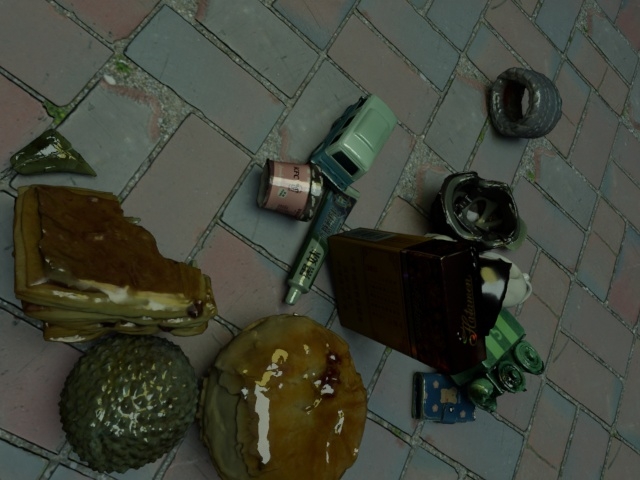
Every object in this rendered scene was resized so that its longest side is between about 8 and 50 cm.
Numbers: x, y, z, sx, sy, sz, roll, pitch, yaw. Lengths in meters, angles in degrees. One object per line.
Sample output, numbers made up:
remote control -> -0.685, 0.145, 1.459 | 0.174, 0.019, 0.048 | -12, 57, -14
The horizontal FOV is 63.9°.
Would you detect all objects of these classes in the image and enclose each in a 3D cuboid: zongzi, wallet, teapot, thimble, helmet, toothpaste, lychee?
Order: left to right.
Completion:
zongzi -> -0.569, -0.140, 1.067 | 0.154, 0.062, 0.130 | -46, 116, -21
lychee -> -0.366, 0.306, 0.991 | 0.256, 0.274, 0.255 | 0, 92, 1
toothpaste -> 0.000, 0.000, 1.348 | 0.099, 0.061, 0.391 | 33, 64, -15
wallet -> 0.358, 0.452, 1.469 | 0.203, 0.059, 0.140 | 12, 78, -27
helmet -> 0.434, -0.073, 1.537 | 0.306, 0.177, 0.224 | 12, 70, -20
teapot -> 0.528, 0.129, 1.562 | 0.298, 0.139, 0.204 | 15, 29, -17
thimble -> 0.692, -0.461, 1.739 | 0.172, 0.205, 0.236 | -3, 58, -34

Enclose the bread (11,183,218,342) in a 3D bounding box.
bread -> -0.412, 0.061, 1.012 | 0.370, 0.191, 0.314 | 14, 33, -38

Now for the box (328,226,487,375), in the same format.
box -> 0.189, 0.121, 1.201 | 0.116, 0.415, 0.264 | -15, 103, -30

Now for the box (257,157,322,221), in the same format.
box -> -0.082, -0.131, 1.283 | 0.135, 0.151, 0.151 | 11, 76, -17

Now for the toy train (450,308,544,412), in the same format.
toy train -> 0.486, 0.336, 1.469 | 0.299, 0.167, 0.238 | -21, 68, -44

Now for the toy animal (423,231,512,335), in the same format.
toy animal -> 0.330, 0.103, 1.380 | 0.310, 0.251, 0.250 | 18, 69, 14

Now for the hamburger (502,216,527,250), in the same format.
hamburger -> 0.616, -0.038, 1.696 | 0.133, 0.062, 0.140 | -45, 105, -23

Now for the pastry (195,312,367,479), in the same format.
pastry -> -0.084, 0.366, 1.125 | 0.410, 0.245, 0.409 | 12, 70, -38

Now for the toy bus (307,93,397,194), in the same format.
toy bus -> 0.103, -0.276, 1.385 | 0.133, 0.165, 0.271 | 43, 55, -16
